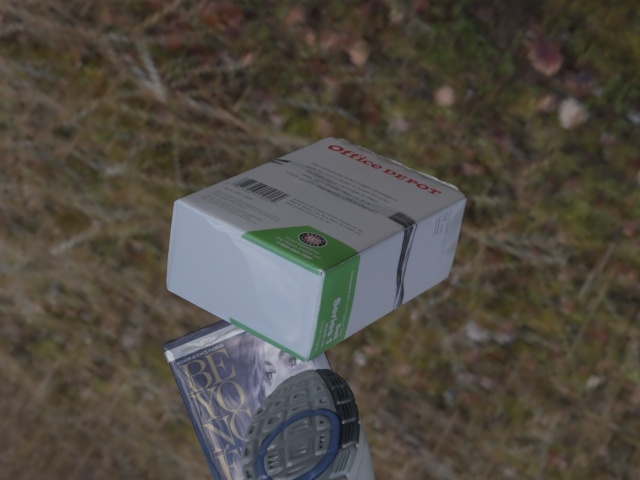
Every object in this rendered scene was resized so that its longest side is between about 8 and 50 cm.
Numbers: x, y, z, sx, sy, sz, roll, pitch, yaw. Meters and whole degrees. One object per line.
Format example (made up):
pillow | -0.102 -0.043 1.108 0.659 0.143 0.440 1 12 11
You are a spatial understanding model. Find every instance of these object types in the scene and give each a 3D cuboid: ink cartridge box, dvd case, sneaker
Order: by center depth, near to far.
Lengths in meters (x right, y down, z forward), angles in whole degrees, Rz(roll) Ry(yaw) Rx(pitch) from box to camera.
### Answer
sneaker | 0.008 0.249 1.292 0.111 0.297 0.129 -17 143 12
ink cartridge box | 0.000 0.000 1.299 0.160 0.219 0.093 26 121 29
dvd case | -0.058 0.185 1.631 0.018 0.164 0.221 56 -168 -83
